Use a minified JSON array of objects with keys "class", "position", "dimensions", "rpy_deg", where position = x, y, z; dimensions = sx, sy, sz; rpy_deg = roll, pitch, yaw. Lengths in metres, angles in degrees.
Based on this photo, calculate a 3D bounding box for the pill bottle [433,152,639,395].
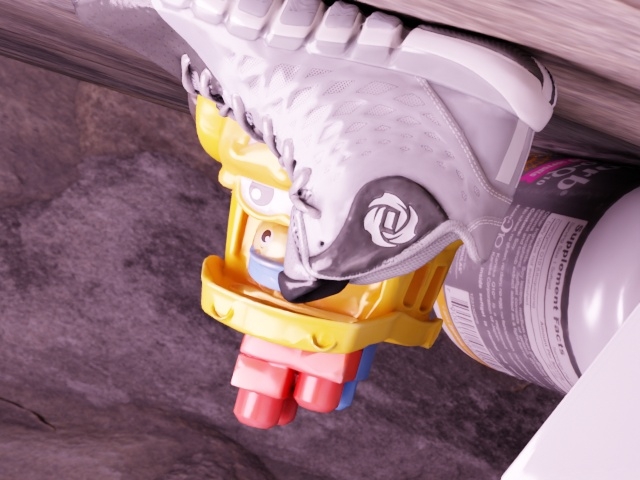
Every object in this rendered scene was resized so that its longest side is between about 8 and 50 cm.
[{"class":"pill bottle","position":[0.201,0.032,1.234],"dimensions":[0.162,0.162,0.278],"rpy_deg":[16,180,-28]}]

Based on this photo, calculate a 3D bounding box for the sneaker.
[{"class":"sneaker","position":[-0.021,-0.043,0.825],"dimensions":[0.228,0.132,0.086],"rpy_deg":[16,180,17]}]

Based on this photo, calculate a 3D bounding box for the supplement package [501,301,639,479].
[{"class":"supplement package","position":[0.247,0.095,0.839],"dimensions":[0.199,0.198,0.262],"rpy_deg":[40,-171,21]}]

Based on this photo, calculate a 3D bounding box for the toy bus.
[{"class":"toy bus","position":[0.000,0.000,0.986],"dimensions":[0.149,0.211,0.220],"rpy_deg":[18,179,16]}]
